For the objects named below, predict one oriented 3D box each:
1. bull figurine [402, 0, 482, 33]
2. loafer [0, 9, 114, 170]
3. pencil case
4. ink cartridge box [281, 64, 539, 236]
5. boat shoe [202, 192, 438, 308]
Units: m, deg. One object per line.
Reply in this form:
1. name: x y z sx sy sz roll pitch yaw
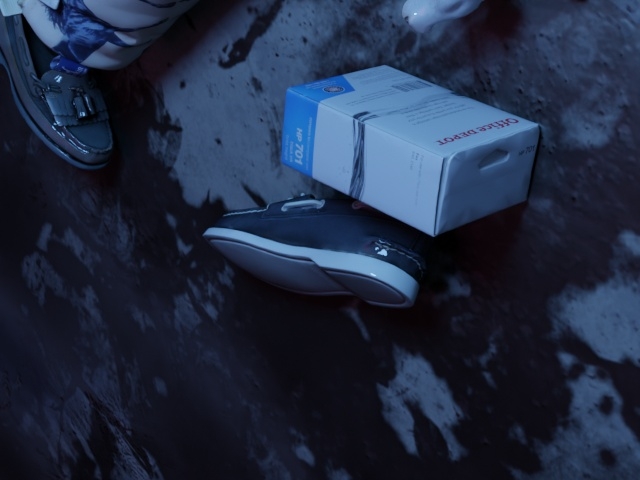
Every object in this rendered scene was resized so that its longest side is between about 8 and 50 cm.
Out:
1. bull figurine: 0.088 -0.337 1.103 0.188 0.101 0.311 24 117 47
2. loafer: -0.333 -0.208 1.618 0.267 0.096 0.084 54 131 20
3. pencil case: -0.162 -0.316 1.322 0.410 0.183 0.160 -29 83 48
4. ink cartridge box: 0.079 -0.087 1.184 0.190 0.139 0.082 29 124 37
5. boat shoe: 0.000 0.000 1.346 0.302 0.091 0.114 12 158 43
